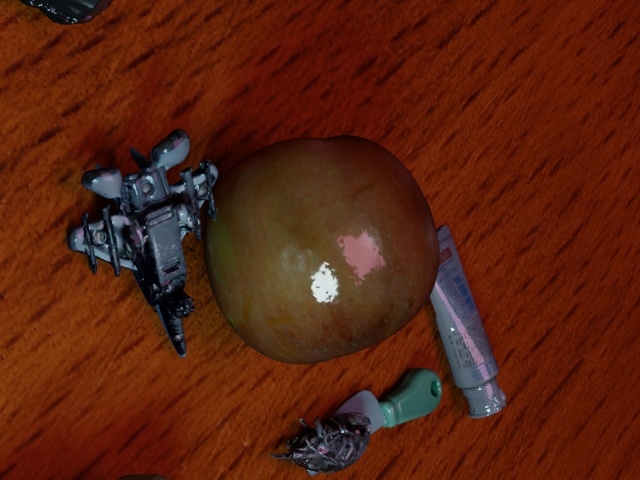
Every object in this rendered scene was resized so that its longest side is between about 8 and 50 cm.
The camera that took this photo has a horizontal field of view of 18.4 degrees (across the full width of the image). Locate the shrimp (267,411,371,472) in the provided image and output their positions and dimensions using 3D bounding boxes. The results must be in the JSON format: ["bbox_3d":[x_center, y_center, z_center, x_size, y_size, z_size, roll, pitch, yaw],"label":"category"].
[{"bbox_3d":[0.002,0.223,2.166,0.165,0.057,0.065,3,90,-56],"label":"shrimp"}]

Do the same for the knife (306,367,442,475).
[{"bbox_3d":[0.060,0.201,2.282,0.260,0.035,0.063,-23,106,-51],"label":"knife"}]

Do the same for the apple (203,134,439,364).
[{"bbox_3d":[0.000,0.000,2.014,0.253,0.253,0.253,1,88,-56],"label":"apple"}]

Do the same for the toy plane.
[{"bbox_3d":[-0.156,0.017,1.915,0.169,0.078,0.246,-27,118,-24],"label":"toy plane"}]

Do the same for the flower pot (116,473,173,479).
[{"bbox_3d":[-0.181,0.313,1.773,0.202,0.212,0.212,-41,123,-58],"label":"flower pot"}]

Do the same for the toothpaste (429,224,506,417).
[{"bbox_3d":[0.172,0.103,2.434,0.089,0.057,0.234,-36,112,-53],"label":"toothpaste"}]

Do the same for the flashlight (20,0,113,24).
[{"bbox_3d":[-0.277,-0.250,1.731,0.232,0.093,0.093,8,83,-55],"label":"flashlight"}]
